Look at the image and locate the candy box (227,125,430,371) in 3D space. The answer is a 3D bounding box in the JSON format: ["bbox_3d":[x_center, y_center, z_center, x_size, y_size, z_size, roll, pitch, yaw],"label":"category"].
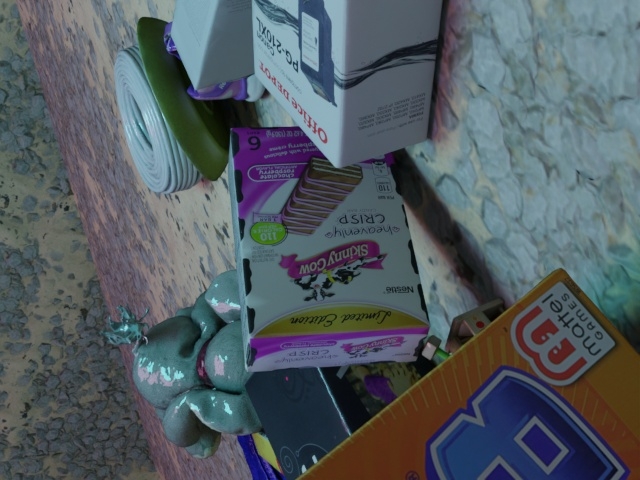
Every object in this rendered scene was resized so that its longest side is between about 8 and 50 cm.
[{"bbox_3d":[0.000,0.000,0.837,0.071,0.159,0.233,101,163,-56],"label":"candy box"}]

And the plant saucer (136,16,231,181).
[{"bbox_3d":[-0.176,-0.199,1.227,0.241,0.037,0.241,-21,-90,-81],"label":"plant saucer"}]

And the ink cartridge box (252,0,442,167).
[{"bbox_3d":[0.018,-0.209,0.776,0.172,0.100,0.237,52,153,38],"label":"ink cartridge box"}]

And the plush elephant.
[{"bbox_3d":[-0.147,0.194,1.403,0.255,0.272,0.330,4,158,29],"label":"plush elephant"}]

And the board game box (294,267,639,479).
[{"bbox_3d":[0.097,0.310,0.627,0.356,0.356,0.356,51,154,12],"label":"board game box"}]

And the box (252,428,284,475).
[{"bbox_3d":[-0.032,0.333,1.425,0.232,0.087,0.058,11,120,64],"label":"box"}]

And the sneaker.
[{"bbox_3d":[-0.150,-0.278,1.117,0.095,0.104,0.236,1,109,69],"label":"sneaker"}]

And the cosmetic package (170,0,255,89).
[{"bbox_3d":[-0.084,-0.262,0.956,0.085,0.117,0.231,65,157,11],"label":"cosmetic package"}]

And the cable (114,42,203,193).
[{"bbox_3d":[-0.269,-0.204,1.491,0.257,0.089,0.257,-3,107,68],"label":"cable"}]

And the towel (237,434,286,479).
[{"bbox_3d":[-0.145,0.319,1.698,0.308,0.076,0.227,67,158,6],"label":"towel"}]

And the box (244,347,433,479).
[{"bbox_3d":[0.052,0.222,0.979,0.270,0.143,0.165,62,142,23],"label":"box"}]

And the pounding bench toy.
[{"bbox_3d":[0.140,0.103,0.794,0.065,0.083,0.052,55,155,33],"label":"pounding bench toy"}]
